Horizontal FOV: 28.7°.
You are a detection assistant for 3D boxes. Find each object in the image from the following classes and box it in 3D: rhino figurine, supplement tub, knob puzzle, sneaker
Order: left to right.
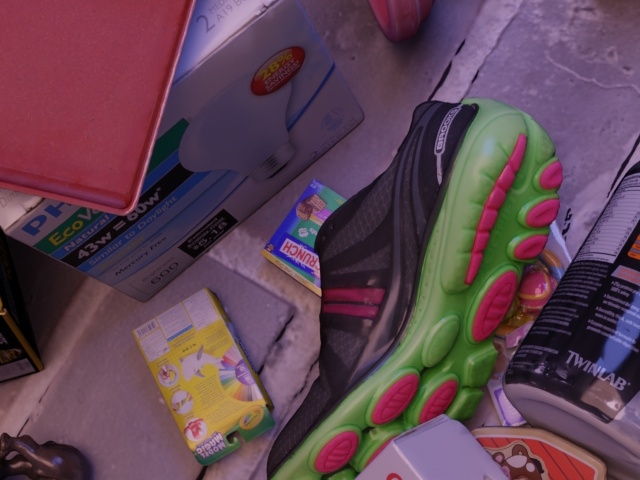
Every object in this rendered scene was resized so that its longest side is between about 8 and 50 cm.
[{"bbox_3d":[-0.314,0.339,1.387,0.106,0.073,0.243,6,78,-19],"label":"rhino figurine"},{"bbox_3d":[0.080,0.071,1.318,0.202,0.185,0.483,37,101,49],"label":"sneaker"},{"bbox_3d":[0.204,0.268,1.222,0.213,0.030,0.213,9,106,34],"label":"knob puzzle"},{"bbox_3d":[0.343,0.058,1.221,0.207,0.207,0.338,30,76,18],"label":"supplement tub"}]

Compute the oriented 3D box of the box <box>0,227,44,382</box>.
[{"bbox_3d":[-0.405,-0.021,1.399,0.079,0.257,0.322,-18,73,-7],"label":"box"}]

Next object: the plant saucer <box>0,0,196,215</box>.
[{"bbox_3d":[-0.242,-0.166,1.129,0.258,0.048,0.259,13,82,15],"label":"plant saucer"}]

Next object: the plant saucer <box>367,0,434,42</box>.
[{"bbox_3d":[0.064,-0.381,1.339,0.084,0.332,0.332,-17,74,0],"label":"plant saucer"}]

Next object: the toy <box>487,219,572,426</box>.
[{"bbox_3d":[0.217,0.068,1.341,0.136,0.056,0.237,-22,73,7],"label":"toy"}]

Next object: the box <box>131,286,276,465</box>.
[{"bbox_3d":[-0.127,0.155,1.409,0.105,0.043,0.179,-30,70,5],"label":"box"}]

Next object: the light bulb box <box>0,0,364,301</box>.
[{"bbox_3d":[-0.181,-0.155,1.325,0.358,0.361,0.225,-40,72,2],"label":"light bulb box"}]

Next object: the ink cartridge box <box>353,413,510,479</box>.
[{"bbox_3d":[0.077,0.344,1.219,0.211,0.121,0.289,49,118,19],"label":"ink cartridge box"}]

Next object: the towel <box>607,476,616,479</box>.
[{"bbox_3d":[0.283,0.348,1.274,0.325,0.038,0.248,-37,72,2],"label":"towel"}]

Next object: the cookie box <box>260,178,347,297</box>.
[{"bbox_3d":[0.000,0.000,1.415,0.092,0.040,0.107,35,88,16],"label":"cookie box"}]
